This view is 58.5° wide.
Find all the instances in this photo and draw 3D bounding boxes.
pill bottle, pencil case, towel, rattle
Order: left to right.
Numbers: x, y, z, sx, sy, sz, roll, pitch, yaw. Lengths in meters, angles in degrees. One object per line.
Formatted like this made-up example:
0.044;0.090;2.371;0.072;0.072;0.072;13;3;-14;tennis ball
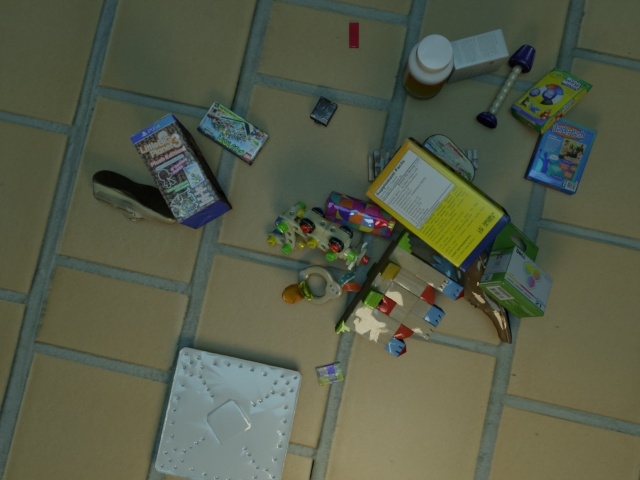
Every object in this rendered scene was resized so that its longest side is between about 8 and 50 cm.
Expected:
0.006;0.141;1.732;0.199;0.142;0.130;7;85;25;rattle
0.028;0.422;1.802;0.083;0.009;0.060;-13;86;1;towel
0.128;-0.080;1.788;0.236;0.104;0.105;17;87;0;pencil case
0.327;-0.525;1.730;0.136;0.246;0.137;0;87;1;pill bottle

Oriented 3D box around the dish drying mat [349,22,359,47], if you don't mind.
0.109;-0.669;1.863;0.032;0.008;0.084;0;86;1;dish drying mat

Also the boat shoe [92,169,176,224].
-0.583;-0.118;1.812;0.302;0.109;0.098;24;127;2;boat shoe

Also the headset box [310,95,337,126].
0.009;-0.411;1.839;0.062;0.032;0.083;30;86;3;headset box

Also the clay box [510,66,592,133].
0.723;-0.448;1.786;0.222;0.053;0.127;-43;54;-1;clay box

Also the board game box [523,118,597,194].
0.757;-0.269;1.804;0.160;0.047;0.211;21;88;3;board game box

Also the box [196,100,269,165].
-0.280;-0.345;1.840;0.206;0.036;0.114;33;88;3;box

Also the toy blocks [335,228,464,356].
0.255;0.193;1.740;0.260;0.191;0.382;32;99;-6;toy blocks

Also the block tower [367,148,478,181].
0.318;-0.234;1.791;0.335;0.097;0.091;0;87;2;block tower

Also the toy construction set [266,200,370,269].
0.000;0.000;1.736;0.327;0.215;0.151;21;56;1;toy construction set

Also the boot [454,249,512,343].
0.503;0.180;1.756;0.115;0.112;0.306;-21;92;15;boot

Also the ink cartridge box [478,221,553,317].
0.596;0.072;1.692;0.188;0.097;0.255;37;64;-21;ink cartridge box

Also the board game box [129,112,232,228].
-0.415;-0.200;1.738;0.141;0.232;0.291;-30;87;-1;board game box

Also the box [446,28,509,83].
0.478;-0.574;1.787;0.170;0.130;0.091;-15;86;0;box

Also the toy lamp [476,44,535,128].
0.591;-0.490;1.808;0.080;0.080;0.275;32;89;3;toy lamp

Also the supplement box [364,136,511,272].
0.332;-0.111;1.627;0.356;0.195;0.194;39;107;3;supplement box

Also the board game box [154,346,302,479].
-0.283;0.559;1.783;0.389;0.050;0.391;12;88;2;board game box

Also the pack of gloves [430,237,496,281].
0.467;0.054;1.805;0.232;0.046;0.195;27;89;-8;pack of gloves

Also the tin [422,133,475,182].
0.383;-0.236;1.727;0.106;0.040;0.190;-42;88;3;tin
